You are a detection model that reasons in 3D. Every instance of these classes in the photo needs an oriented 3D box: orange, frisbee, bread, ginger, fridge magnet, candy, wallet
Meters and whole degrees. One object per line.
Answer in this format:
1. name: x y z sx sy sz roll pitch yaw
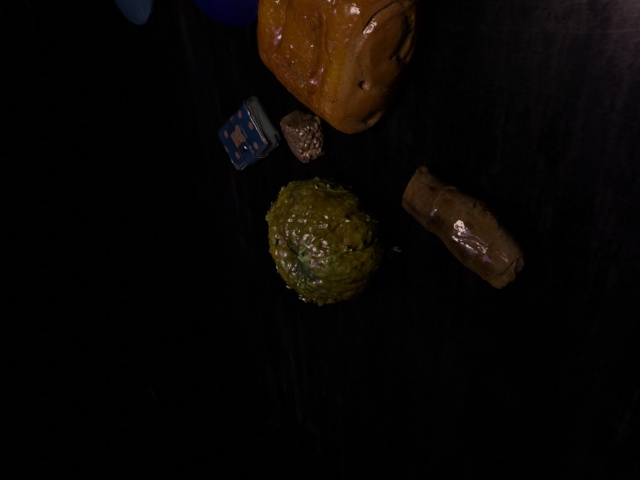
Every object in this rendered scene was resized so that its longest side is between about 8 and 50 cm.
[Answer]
1. orange: 0.000 0.000 1.246 0.300 0.223 0.301 -25 94 51
2. frisbee: -0.568 -0.762 1.575 0.289 0.049 0.289 33 138 36
3. bread: 0.005 -0.375 1.016 0.337 0.148 0.328 48 145 19
4. ginger: 0.257 -0.030 0.988 0.109 0.116 0.263 -50 62 12
5. fridge magnet: -0.193 -0.579 1.136 0.265 0.113 0.265 25 137 25
6. candy: -0.037 -0.237 1.249 0.095 0.085 0.110 40 154 41
7. wallet: -0.189 -0.271 1.435 0.202 0.059 0.141 -24 97 56
